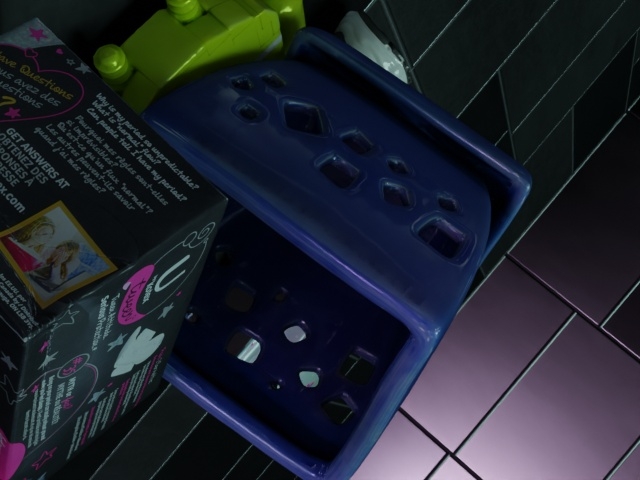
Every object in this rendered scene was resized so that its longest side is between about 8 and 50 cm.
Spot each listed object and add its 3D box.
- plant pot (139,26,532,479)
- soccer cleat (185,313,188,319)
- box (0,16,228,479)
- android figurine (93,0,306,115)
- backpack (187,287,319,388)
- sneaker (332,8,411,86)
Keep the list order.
[{"bbox_3d":[0.000,0.000,0.795,0.212,0.236,0.236,-47,169,-41],"label":"plant pot"},{"bbox_3d":[-0.214,0.061,0.847,0.289,0.093,0.121,-17,114,-53],"label":"soccer cleat"},{"bbox_3d":[-0.178,0.022,0.652,0.142,0.163,0.247,-38,165,-35],"label":"box"},{"bbox_3d":[-0.099,-0.093,0.811,0.248,0.056,0.273,-46,165,-8],"label":"android figurine"},{"bbox_3d":[-0.051,0.100,1.200,0.166,0.144,0.188,-53,167,-8],"label":"backpack"},{"bbox_3d":[0.024,-0.114,1.040,0.108,0.100,0.271,-34,158,-4],"label":"sneaker"}]
